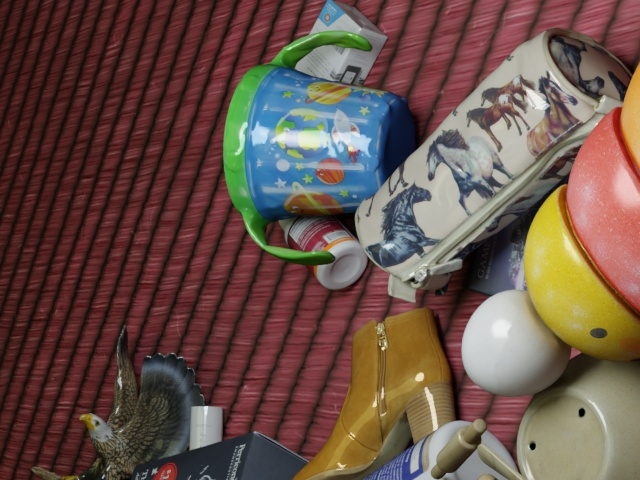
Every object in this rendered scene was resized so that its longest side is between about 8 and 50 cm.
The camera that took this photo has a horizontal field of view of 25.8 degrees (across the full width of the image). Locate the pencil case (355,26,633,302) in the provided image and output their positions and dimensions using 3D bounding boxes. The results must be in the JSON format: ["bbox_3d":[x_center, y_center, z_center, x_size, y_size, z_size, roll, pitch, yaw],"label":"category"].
[{"bbox_3d":[0.221,-0.095,1.765,0.410,0.160,0.183,-44,43,35],"label":"pencil case"}]

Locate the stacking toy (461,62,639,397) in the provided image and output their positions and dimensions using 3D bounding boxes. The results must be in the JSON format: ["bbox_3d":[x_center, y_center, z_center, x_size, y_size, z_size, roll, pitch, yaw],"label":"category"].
[{"bbox_3d":[0.340,0.015,1.468,0.480,0.350,0.350,-44,51,28],"label":"stacking toy"}]

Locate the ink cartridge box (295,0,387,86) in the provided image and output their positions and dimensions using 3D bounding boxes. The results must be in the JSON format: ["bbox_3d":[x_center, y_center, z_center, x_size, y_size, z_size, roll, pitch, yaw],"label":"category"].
[{"bbox_3d":[0.017,-0.267,2.157,0.104,0.060,0.180,50,119,42],"label":"ink cartridge box"}]

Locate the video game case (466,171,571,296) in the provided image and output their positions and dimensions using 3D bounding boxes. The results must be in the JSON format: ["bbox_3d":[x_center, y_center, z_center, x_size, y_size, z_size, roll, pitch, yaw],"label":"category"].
[{"bbox_3d":[0.310,-0.003,1.787,0.274,0.026,0.196,16,94,51],"label":"video game case"}]

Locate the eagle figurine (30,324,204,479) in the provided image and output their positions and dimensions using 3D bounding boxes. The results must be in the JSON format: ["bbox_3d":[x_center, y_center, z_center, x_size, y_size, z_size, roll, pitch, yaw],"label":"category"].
[{"bbox_3d":[-0.332,0.321,2.382,0.226,0.225,0.298,33,75,7],"label":"eagle figurine"}]

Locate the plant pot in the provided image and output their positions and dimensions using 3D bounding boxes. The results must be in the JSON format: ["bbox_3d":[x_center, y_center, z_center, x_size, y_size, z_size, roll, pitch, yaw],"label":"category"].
[{"bbox_3d":[0.333,0.237,1.581,0.284,0.191,0.284,-14,71,48],"label":"plant pot"}]

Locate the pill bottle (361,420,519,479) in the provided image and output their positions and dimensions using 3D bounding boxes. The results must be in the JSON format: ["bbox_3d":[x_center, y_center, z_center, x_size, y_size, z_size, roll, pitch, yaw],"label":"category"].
[{"bbox_3d":[0.125,0.357,1.827,0.265,0.153,0.153,-40,54,37],"label":"pill bottle"}]

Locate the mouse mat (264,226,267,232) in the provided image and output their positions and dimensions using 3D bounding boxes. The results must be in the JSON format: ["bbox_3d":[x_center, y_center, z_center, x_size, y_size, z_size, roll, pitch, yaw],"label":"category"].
[{"bbox_3d":[-0.077,-0.126,2.160,0.152,0.007,0.189,84,-167,-56],"label":"mouse mat"}]

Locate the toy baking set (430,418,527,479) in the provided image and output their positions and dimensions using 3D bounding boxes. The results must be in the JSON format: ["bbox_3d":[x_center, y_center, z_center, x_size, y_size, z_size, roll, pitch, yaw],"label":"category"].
[{"bbox_3d":[0.207,0.297,1.580,0.197,0.030,0.256,54,151,22],"label":"toy baking set"}]

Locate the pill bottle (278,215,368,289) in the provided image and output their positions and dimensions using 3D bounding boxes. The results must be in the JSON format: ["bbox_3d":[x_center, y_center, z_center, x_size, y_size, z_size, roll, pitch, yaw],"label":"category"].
[{"bbox_3d":[0.000,0.000,2.101,0.152,0.086,0.086,49,119,44],"label":"pill bottle"}]

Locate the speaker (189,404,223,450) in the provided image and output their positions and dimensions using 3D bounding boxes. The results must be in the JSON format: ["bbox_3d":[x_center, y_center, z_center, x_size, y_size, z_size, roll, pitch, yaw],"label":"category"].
[{"bbox_3d":[-0.187,0.337,2.272,0.055,0.055,0.136,-12,74,48],"label":"speaker"}]

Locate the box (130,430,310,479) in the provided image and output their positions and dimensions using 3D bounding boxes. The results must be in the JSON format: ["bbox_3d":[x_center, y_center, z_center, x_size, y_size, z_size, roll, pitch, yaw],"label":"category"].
[{"bbox_3d":[-0.166,0.489,2.037,0.312,0.179,0.343,-23,43,44],"label":"box"}]

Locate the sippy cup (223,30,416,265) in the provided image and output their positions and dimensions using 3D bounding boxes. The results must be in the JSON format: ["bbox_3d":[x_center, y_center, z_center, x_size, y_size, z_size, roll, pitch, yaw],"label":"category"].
[{"bbox_3d":[0.010,-0.133,1.999,0.224,0.240,0.305,5,113,22],"label":"sippy cup"}]

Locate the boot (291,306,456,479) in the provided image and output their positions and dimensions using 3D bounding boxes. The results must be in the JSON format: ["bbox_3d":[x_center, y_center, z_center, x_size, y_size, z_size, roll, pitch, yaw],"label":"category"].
[{"bbox_3d":[0.062,0.232,1.963,0.295,0.104,0.211,-31,52,26],"label":"boot"}]
